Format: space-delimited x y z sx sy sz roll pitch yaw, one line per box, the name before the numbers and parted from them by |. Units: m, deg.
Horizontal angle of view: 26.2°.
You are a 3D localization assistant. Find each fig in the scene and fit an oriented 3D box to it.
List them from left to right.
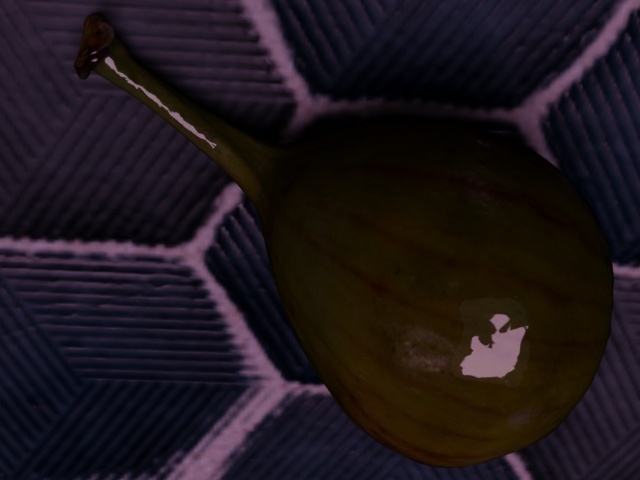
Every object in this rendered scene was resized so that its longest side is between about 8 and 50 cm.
fig | 0.000 0.000 0.604 0.259 0.151 0.151 22 121 7
